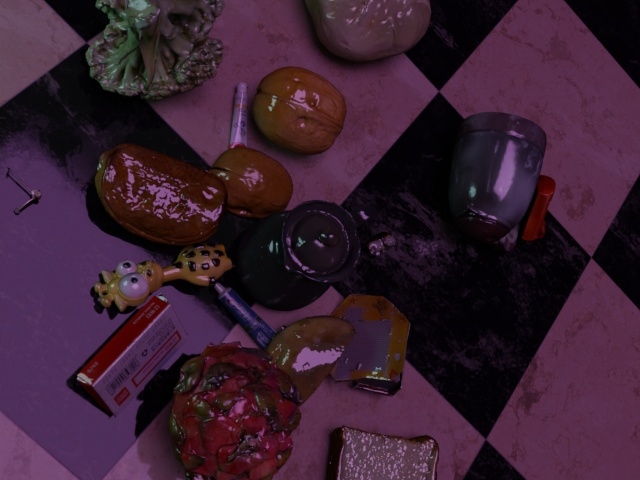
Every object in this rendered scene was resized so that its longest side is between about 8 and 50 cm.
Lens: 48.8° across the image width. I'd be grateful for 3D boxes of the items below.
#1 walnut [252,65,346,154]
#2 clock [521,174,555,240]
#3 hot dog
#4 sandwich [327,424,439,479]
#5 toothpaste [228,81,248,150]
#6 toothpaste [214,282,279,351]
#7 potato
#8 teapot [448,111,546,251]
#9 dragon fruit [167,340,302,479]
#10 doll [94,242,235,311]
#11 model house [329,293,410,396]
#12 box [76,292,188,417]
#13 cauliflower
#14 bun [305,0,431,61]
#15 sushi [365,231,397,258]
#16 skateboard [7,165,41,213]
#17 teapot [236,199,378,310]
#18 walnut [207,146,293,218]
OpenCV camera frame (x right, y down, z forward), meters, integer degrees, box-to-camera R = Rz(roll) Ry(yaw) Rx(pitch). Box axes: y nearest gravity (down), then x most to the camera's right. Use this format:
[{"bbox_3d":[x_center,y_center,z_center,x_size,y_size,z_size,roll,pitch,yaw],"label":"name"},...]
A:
[{"bbox_3d":[-0.049,-0.302,1.651,0.226,0.193,0.193,30,65,-19],"label":"walnut"},{"bbox_3d":[0.590,-0.088,1.902,0.061,0.155,0.113,14,36,10],"label":"clock"},{"bbox_3d":[-0.338,-0.100,1.486,0.272,0.122,0.196,17,67,-17],"label":"hot dog"},{"bbox_3d":[0.134,0.534,1.562,0.251,0.087,0.226,12,69,-20],"label":"sandwich"},{"bbox_3d":[-0.190,-0.280,1.660,0.048,0.031,0.190,8,76,-27],"label":"toothpaste"},{"bbox_3d":[-0.163,0.165,1.548,0.197,0.035,0.057,48,71,-10],"label":"toothpaste"},{"bbox_3d":[-0.035,0.241,1.527,0.138,0.098,0.243,38,76,-9],"label":"potato"},{"bbox_3d":[0.463,-0.127,1.855,0.315,0.233,0.312,34,67,-46],"label":"teapot"},{"bbox_3d":[-0.169,0.355,1.344,0.250,0.269,0.291,12,30,-21],"label":"dragon fruit"},{"bbox_3d":[-0.321,0.068,1.469,0.291,0.086,0.117,-16,53,-28],"label":"doll"},{"bbox_3d":[0.128,0.246,1.632,0.136,0.208,0.219,49,42,-48],"label":"model house"},{"bbox_3d":[-0.360,0.222,1.389,0.050,0.123,0.229,23,58,29],"label":"box"},{"bbox_3d":[-0.354,-0.453,1.496,0.327,0.281,0.260,-42,64,-14],"label":"cauliflower"},{"bbox_3d":[0.124,-0.629,1.806,0.361,0.213,0.360,8,70,-24],"label":"bun"},{"bbox_3d":[0.148,0.006,1.738,0.083,0.044,0.046,-30,92,-31],"label":"sushi"},{"bbox_3d":[-0.607,-0.103,1.407,0.064,0.032,0.083,-43,100,-19],"label":"skateboard"},{"bbox_3d":[-0.001,0.023,1.522,0.305,0.285,0.223,-1,77,-26],"label":"teapot"},{"bbox_3d":[-0.146,-0.138,1.606,0.211,0.087,0.167,13,73,-23],"label":"walnut"}]
